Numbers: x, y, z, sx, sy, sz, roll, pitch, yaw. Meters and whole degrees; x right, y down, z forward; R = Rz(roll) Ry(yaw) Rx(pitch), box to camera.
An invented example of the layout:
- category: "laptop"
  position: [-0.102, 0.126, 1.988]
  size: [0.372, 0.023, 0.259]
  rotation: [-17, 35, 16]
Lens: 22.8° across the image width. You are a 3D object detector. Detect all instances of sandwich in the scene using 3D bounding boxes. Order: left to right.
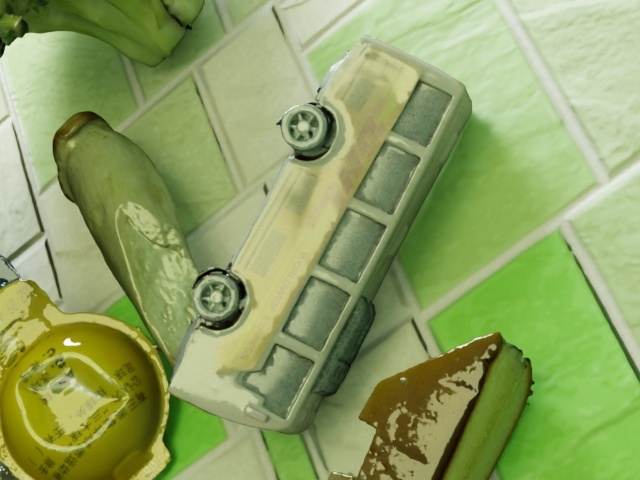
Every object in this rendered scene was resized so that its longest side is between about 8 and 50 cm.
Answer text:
- category: "sandwich"
  position: [0.074, 0.176, 1.209]
  size: [0.088, 0.090, 0.244]
  rotation: [25, 89, 38]

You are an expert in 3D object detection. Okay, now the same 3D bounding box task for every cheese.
- category: "cheese"
  position: [-0.243, 0.125, 1.451]
  size: [0.177, 0.069, 0.270]
  rotation: [-46, 73, -1]

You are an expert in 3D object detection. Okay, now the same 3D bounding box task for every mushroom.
- category: "mushroom"
  position: [-0.164, 0.000, 1.474]
  size: [0.087, 0.107, 0.333]
  rotation: [-23, 48, -12]

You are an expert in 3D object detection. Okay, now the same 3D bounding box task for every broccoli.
- category: "broccoli"
  position: [-0.250, -0.313, 1.571]
  size: [0.334, 0.272, 0.324]
  rotation: [-38, 45, 32]

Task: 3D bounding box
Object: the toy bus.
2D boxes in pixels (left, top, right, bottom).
- category: "toy bus"
  position: [0.000, 0.000, 1.330]
  size: [0.138, 0.097, 0.342]
  rotation: [26, 87, 13]

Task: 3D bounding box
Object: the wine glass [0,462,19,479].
- category: "wine glass"
  position: [-0.305, 0.231, 1.516]
  size: [0.039, 0.042, 0.083]
  rotation: [-4, 66, 69]
